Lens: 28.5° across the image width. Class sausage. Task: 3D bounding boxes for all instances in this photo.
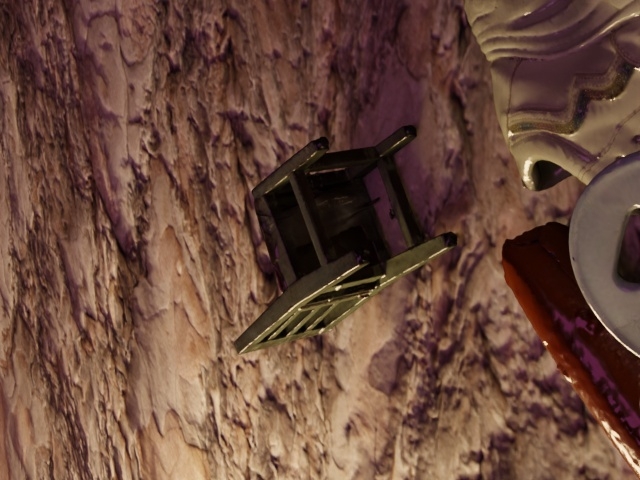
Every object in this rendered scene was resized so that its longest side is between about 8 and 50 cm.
[{"bbox_3d":[0.263,0.116,1.058,0.330,0.102,0.102,57,138,26],"label":"sausage"}]

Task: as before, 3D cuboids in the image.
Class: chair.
[{"bbox_3d":[0.000,0.000,1.331,0.270,0.136,0.147,-37,69,52],"label":"chair"}]

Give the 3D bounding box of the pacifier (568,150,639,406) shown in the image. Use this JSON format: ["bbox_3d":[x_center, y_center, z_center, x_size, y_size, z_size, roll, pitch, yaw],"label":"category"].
[{"bbox_3d":[0.292,0.057,0.862,0.299,0.233,0.244,22,141,24],"label":"pacifier"}]

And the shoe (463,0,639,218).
[{"bbox_3d":[0.259,-0.120,0.981,0.342,0.132,0.210,3,106,56],"label":"shoe"}]
